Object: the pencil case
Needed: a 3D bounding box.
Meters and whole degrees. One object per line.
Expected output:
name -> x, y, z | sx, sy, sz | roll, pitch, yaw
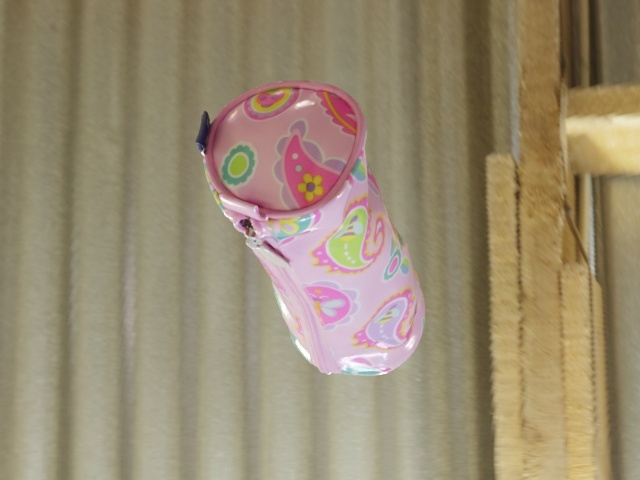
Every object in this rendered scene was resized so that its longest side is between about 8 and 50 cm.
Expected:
pencil case -> 0.000, 0.000, 1.061 | 0.124, 0.284, 0.124 | -6, -119, 11
